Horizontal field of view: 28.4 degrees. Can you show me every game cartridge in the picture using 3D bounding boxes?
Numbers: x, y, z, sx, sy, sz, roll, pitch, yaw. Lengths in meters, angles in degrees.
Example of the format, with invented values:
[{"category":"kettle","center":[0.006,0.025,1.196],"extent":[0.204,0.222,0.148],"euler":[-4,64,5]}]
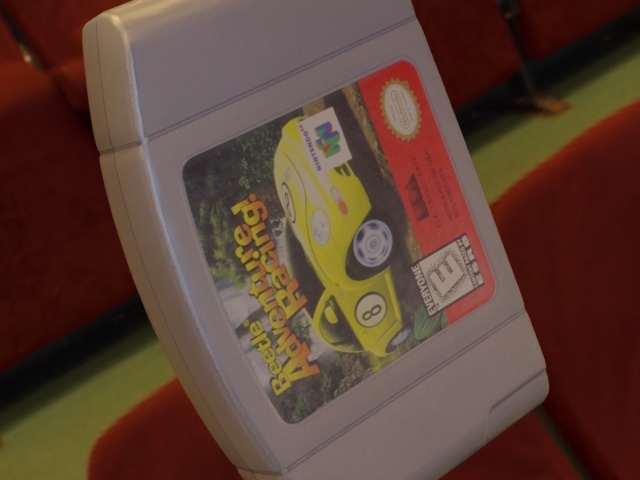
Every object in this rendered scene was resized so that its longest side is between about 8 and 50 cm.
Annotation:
[{"category":"game cartridge","center":[0.000,0.000,0.654],"extent":[0.196,0.294,0.060],"euler":[-29,13,-29]}]
